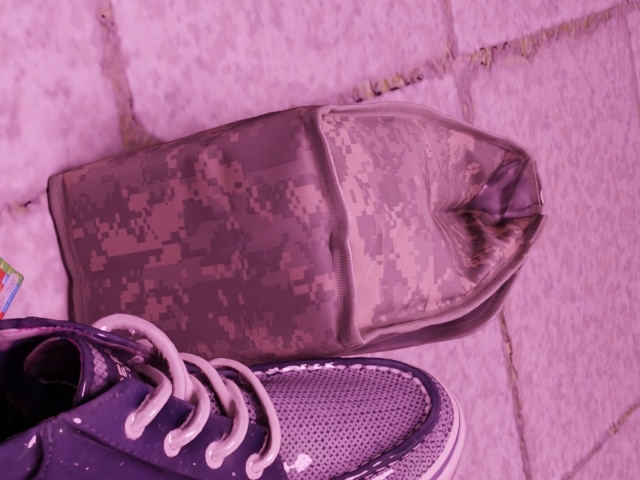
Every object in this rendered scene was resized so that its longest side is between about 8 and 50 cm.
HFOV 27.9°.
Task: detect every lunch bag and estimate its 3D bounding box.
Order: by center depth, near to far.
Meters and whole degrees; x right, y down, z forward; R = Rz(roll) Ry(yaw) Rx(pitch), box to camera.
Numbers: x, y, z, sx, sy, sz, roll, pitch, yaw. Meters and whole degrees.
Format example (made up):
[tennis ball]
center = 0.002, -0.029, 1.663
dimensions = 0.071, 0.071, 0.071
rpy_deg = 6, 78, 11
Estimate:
[lunch bag]
center = 0.000, 0.000, 0.891
dimensions = 0.287, 0.235, 0.169
rpy_deg = -10, 89, -55

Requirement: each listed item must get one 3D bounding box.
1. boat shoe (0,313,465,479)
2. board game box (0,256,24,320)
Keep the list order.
[boat shoe]
center = -0.068, 0.101, 0.637
dimensions = 0.341, 0.127, 0.158
rpy_deg = -18, 136, -25
[board game box]
center = -0.252, 0.049, 0.685
dimensions = 0.141, 0.048, 0.170
rpy_deg = 51, 48, -38
